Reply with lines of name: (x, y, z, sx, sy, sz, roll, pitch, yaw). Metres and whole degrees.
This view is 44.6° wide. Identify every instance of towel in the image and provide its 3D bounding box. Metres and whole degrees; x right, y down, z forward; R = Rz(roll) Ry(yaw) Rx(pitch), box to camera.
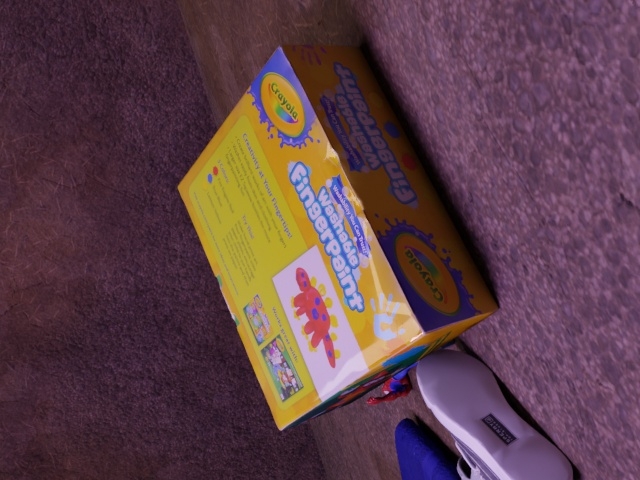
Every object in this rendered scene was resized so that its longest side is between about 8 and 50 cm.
towel: (0.242, 0.495, 1.500, 0.308, 0.076, 0.228, -145, 43, -69)

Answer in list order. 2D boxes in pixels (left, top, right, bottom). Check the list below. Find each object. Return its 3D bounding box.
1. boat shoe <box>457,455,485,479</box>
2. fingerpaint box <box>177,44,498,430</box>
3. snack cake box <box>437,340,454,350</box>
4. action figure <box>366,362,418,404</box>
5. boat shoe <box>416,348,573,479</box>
boat shoe: (0.258, 0.369, 1.194, 0.081, 0.079, 0.227, 63, 170, 4)
fingerpaint box: (0.000, 0.000, 1.169, 0.371, 0.163, 0.445, -44, 65, 45)
snack cake box: (0.096, 0.084, 1.296, 0.152, 0.089, 0.265, -41, 70, 57)
action figure: (0.114, 0.252, 1.491, 0.280, 0.139, 0.092, 87, 158, -61)
boat shoe: (0.237, 0.273, 1.098, 0.301, 0.108, 0.102, 43, 151, 47)
